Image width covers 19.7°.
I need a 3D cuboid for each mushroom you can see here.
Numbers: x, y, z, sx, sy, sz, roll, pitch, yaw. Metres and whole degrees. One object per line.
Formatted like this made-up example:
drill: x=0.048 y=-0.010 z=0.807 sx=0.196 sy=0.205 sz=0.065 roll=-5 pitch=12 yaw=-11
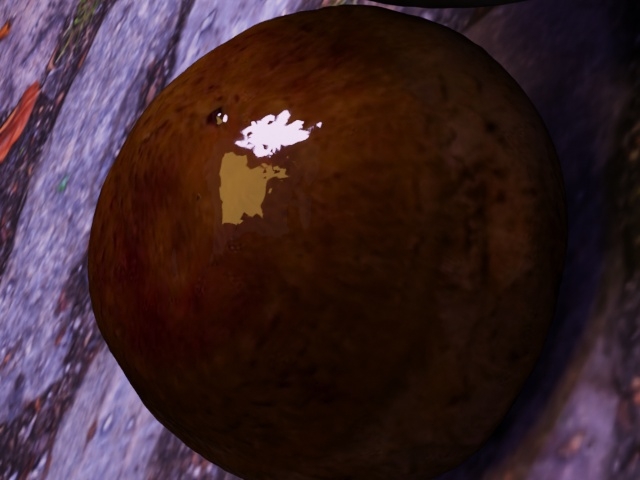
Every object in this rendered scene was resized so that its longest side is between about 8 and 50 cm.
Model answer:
mushroom: x=-0.011 y=-0.007 z=0.955 sx=0.263 sy=0.195 sz=0.283 roll=-58 pitch=26 yaw=21

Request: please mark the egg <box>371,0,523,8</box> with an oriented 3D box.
egg: x=0.085 y=-0.287 z=0.889 sx=0.428 sy=0.345 sz=0.345 roll=2 pitch=65 yaw=44
